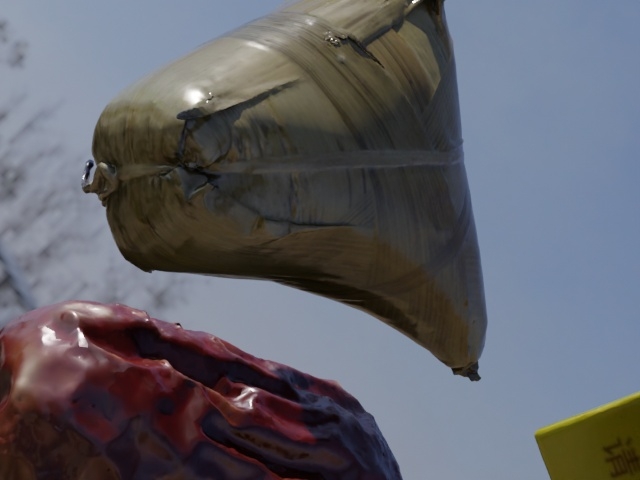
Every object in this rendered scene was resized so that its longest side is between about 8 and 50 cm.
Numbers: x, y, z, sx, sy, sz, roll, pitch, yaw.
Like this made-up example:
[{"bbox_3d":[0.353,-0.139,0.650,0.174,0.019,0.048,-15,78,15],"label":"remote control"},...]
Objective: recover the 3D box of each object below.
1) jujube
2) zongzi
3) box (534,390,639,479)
[{"bbox_3d":[-0.064,0.115,0.889,0.230,0.155,0.155,29,2,-32],"label":"jujube"},{"bbox_3d":[0.000,0.000,0.807,0.099,0.194,0.197,0,-70,43],"label":"zongzi"},{"bbox_3d":[0.202,0.080,0.529,0.041,0.279,0.153,-9,76,-52],"label":"box"}]
